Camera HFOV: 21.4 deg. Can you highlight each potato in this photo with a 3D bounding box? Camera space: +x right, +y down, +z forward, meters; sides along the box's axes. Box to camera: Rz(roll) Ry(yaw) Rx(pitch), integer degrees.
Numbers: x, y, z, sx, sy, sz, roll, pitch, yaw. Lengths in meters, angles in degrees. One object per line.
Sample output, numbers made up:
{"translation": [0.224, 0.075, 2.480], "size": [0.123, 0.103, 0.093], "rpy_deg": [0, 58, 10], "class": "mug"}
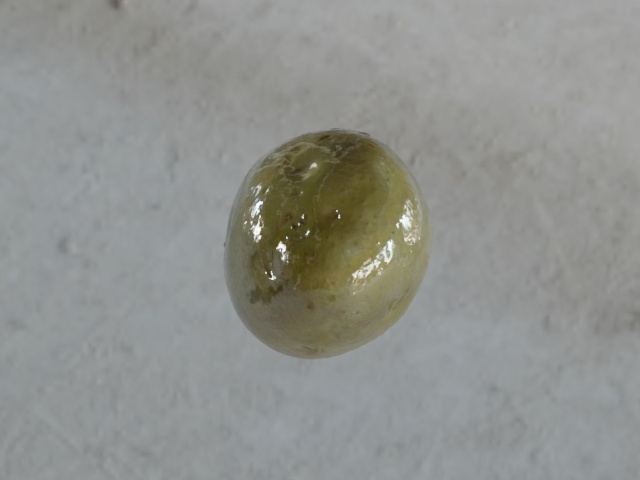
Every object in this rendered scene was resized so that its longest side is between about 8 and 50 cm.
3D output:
{"translation": [0.000, 0.000, 1.342], "size": [0.178, 0.160, 0.235], "rpy_deg": [-39, 24, 0], "class": "potato"}
